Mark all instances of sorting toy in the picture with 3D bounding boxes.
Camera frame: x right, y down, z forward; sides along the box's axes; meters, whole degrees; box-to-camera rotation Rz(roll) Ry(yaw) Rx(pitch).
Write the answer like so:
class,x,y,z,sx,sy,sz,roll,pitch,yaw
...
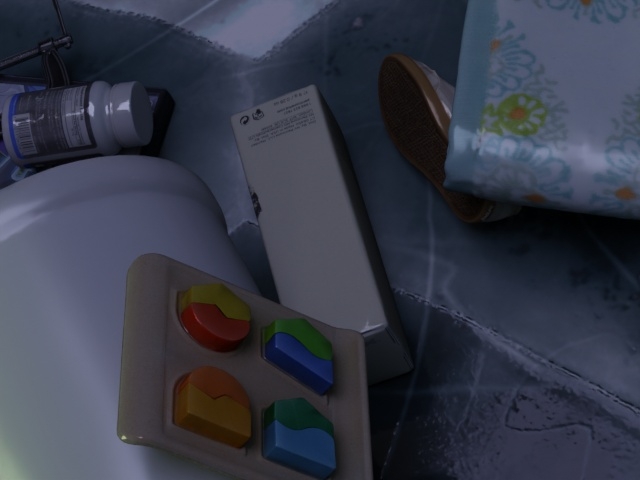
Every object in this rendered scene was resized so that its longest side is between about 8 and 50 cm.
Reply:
class,x,y,z,sx,sy,sz,roll,pitch,yaw
sorting toy,-0.053,0.106,1.410,0.038,0.208,0.193,-53,27,38

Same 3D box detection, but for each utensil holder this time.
class,x,y,z,sx,sy,sz,roll,pitch,yaw
utensil holder,-0.154,0.176,1.550,0.328,0.327,0.385,-32,62,0

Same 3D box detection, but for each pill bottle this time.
class,x,y,z,sx,sy,sz,roll,pitch,yaw
pill bottle,-0.243,-0.118,1.824,0.137,0.078,0.078,-7,62,13

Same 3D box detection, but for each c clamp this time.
class,x,y,z,sx,sy,sz,roll,pitch,yaw
c clamp,-0.327,-0.171,1.915,0.161,0.022,0.137,-26,63,1

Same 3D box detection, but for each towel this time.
class,x,y,z,sx,sy,sz,roll,pitch,yaw
towel,0.294,-0.188,1.687,0.321,0.090,0.374,7,63,10

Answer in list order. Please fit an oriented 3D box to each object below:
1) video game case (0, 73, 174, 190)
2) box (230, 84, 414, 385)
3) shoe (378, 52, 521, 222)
class,x,y,z,sx,sy,sz,roll,pitch,yaw
video game case,-0.303,-0.043,1.869,0.248,0.035,0.274,6,66,21
box,0.000,0.000,1.710,0.094,0.113,0.275,-20,59,8
shoe,0.122,-0.098,1.756,0.058,0.076,0.219,-4,48,-35
